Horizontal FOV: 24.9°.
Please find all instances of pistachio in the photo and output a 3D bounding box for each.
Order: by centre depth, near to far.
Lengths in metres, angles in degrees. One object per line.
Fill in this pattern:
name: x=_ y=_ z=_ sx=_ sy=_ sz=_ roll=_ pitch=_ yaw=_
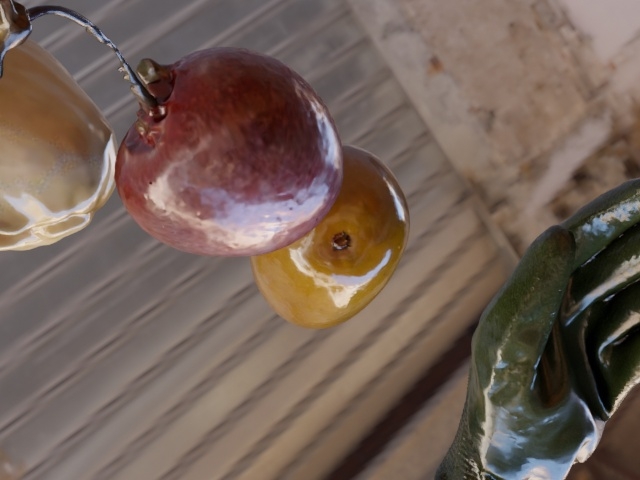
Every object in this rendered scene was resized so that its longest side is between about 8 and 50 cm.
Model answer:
pistachio: x=-0.228 y=-0.070 z=0.935 sx=0.117 sy=0.201 sz=0.145 roll=-46 pitch=-156 yaw=57

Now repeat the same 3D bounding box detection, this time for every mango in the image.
mango: x=0.000 y=0.000 z=0.833 sx=0.184 sy=0.085 sz=0.102 roll=138 pitch=-31 yaw=-79

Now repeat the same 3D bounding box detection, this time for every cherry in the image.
cherry: x=-0.076 y=-0.049 z=0.665 sx=0.225 sy=0.090 sz=0.107 roll=16 pitch=138 yaw=-41

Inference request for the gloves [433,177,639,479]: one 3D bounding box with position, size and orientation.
gloves: x=0.145 y=0.078 z=0.894 sx=0.268 sy=0.135 sz=0.107 roll=-58 pitch=-143 yaw=16
